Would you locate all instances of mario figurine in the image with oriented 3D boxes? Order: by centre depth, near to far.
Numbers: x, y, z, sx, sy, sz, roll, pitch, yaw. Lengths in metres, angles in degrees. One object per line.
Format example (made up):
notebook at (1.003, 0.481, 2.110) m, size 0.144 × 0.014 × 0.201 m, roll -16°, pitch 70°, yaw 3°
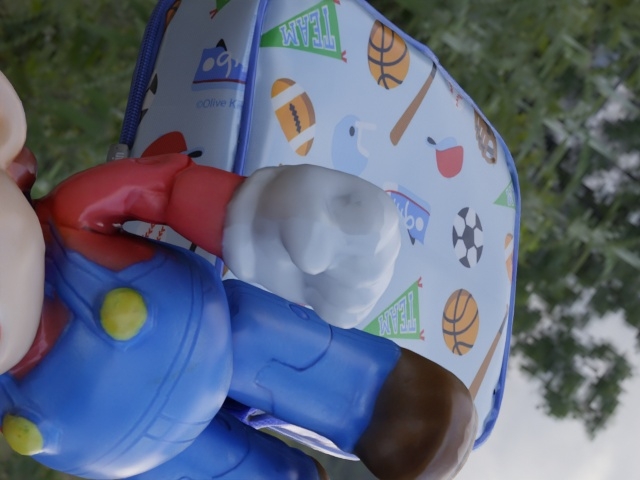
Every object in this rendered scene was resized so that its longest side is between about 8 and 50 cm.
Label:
mario figurine at (-0.091, 0.050, 0.481) m, size 0.170 × 0.320 × 0.198 m, roll -5°, pitch -120°, yaw 54°

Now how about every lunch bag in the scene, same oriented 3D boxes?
lunch bag at (0.000, 0.000, 0.791) m, size 0.115 × 0.303 × 0.243 m, roll -4°, pitch -111°, yaw 37°
